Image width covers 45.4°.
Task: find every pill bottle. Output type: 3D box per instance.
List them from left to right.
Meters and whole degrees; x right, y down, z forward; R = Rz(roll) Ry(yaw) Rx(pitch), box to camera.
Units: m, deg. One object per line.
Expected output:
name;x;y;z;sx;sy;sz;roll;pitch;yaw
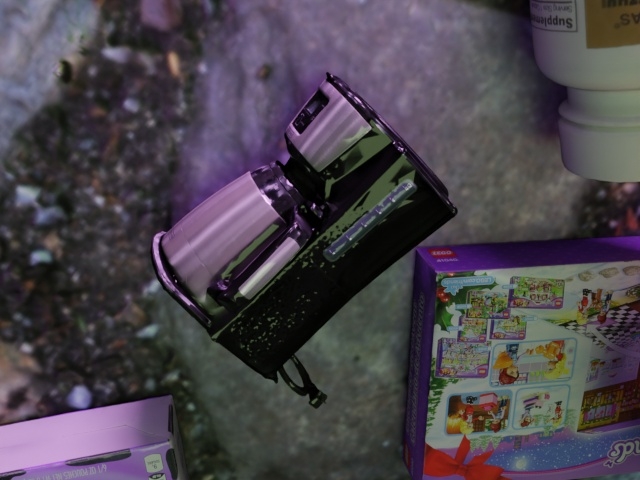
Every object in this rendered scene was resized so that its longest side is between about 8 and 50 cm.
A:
pill bottle;0.202;-0.162;0.494;0.131;0.131;0.229;-14;113;-6

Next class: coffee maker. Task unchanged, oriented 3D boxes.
coffee maker;0.000;0.000;0.539;0.178;0.120;0.171;-40;136;7

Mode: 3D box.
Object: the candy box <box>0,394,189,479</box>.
candy box;-0.181;0.235;0.603;0.164;0.070;0.196;-10;112;-8

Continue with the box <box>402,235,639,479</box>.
box;0.219;0.100;0.637;0.293;0.057;0.201;-2;110;-11
